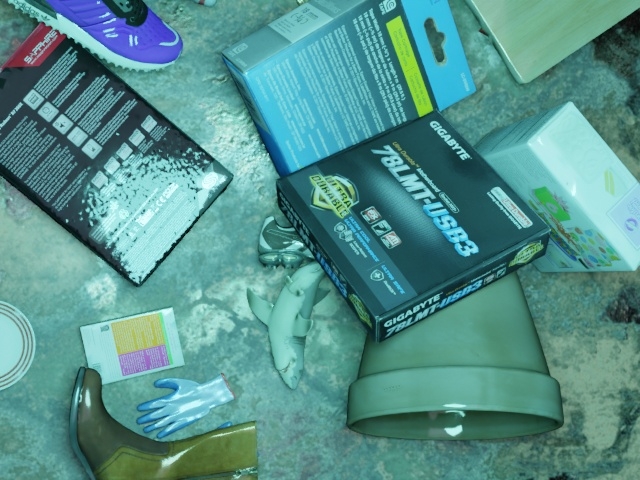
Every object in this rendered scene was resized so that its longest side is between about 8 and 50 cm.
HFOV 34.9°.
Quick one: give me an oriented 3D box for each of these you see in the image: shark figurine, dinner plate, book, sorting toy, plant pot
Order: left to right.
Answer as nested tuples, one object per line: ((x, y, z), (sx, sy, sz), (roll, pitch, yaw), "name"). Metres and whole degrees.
((-0.507, 0.160, 1.555), (0.141, 0.017, 0.141), (1, 87, -11), "dinner plate")
((-0.292, 0.164, 1.587), (0.144, 0.035, 0.096), (-12, 93, -10), "book")
((-0.005, 0.083, 1.593), (0.116, 0.278, 0.166), (-10, 55, -47), "shark figurine")
((0.197, 0.148, 1.560), (0.323, 0.323, 0.280), (3, 72, -10), "plant pot")
((0.355, -0.425, 1.694), (0.257, 0.089, 0.255), (-34, 94, -10), "sorting toy")

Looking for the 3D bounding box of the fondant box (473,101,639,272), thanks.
((0.357, -0.069, 1.560), (0.096, 0.330, 0.238), (-42, 96, -9), "fondant box")

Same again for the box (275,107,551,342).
((0.130, -0.033, 1.493), (0.293, 0.073, 0.295), (-26, 56, -15), "box")

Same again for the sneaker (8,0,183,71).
((-0.317, -0.361, 1.497), (0.293, 0.146, 0.102), (24, 42, -26), "sneaker")

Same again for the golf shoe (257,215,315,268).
((0.000, 0.000, 1.622), (0.198, 0.077, 0.093), (1, 88, -11), "golf shoe")

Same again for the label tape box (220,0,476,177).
((0.049, -0.258, 1.573), (0.334, 0.106, 0.240), (-32, 127, -9), "label tape box")

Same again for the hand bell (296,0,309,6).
((0.081, -0.451, 1.651), (0.242, 0.126, 0.126), (-32, 94, -21), "hand bell")

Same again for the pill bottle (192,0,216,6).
((-0.270, -0.477, 1.547), (0.283, 0.161, 0.161), (19, 85, -9), "pill bottle")

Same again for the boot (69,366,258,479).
((-0.232, 0.306, 1.540), (0.280, 0.096, 0.264), (-6, 90, -11), "boot")

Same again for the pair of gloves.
((-0.194, 0.300, 1.604), (0.159, 0.023, 0.198), (-23, 93, -10), "pair of gloves")

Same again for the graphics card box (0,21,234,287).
((-0.344, -0.129, 1.556), (0.371, 0.094, 0.233), (40, 81, -5), "graphics card box")
